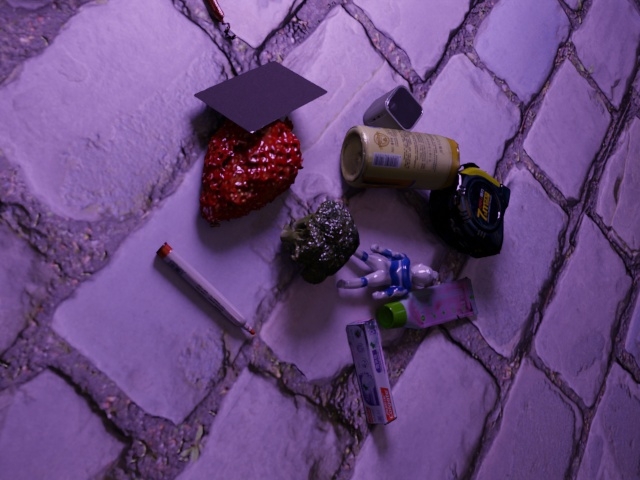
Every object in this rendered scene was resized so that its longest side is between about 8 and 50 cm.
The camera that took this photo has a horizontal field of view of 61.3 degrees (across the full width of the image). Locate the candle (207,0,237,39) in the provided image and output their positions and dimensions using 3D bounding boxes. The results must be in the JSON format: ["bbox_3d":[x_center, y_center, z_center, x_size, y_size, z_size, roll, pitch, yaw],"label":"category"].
[{"bbox_3d":[-0.202,-0.444,0.993,0.026,0.021,0.167,-34,98,-52],"label":"candle"}]

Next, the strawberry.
[{"bbox_3d":[-0.130,-0.138,0.932,0.228,0.098,0.174,-41,101,-32],"label":"strawberry"}]

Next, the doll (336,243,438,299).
[{"bbox_3d":[0.140,0.068,1.084,0.228,0.057,0.113,9,70,-20],"label":"doll"}]

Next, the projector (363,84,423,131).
[{"bbox_3d":[0.152,-0.265,1.135,0.083,0.082,0.083,46,62,-16],"label":"projector"}]

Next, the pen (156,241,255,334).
[{"bbox_3d":[-0.186,0.085,0.900,0.218,0.026,0.026,46,62,-16],"label":"pen"}]

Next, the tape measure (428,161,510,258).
[{"bbox_3d":[0.323,-0.073,1.188,0.186,0.112,0.199,30,61,-31],"label":"tape measure"}]

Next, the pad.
[{"bbox_3d":[-0.102,-0.262,0.965,0.143,0.003,0.211,36,49,20],"label":"pad"}]

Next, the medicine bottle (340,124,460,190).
[{"bbox_3d":[0.166,-0.162,1.088,0.239,0.124,0.124,2,80,-23],"label":"medicine bottle"}]

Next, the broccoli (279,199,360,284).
[{"bbox_3d":[0.000,0.000,0.965,0.162,0.138,0.145,-63,154,-58],"label":"broccoli"}]

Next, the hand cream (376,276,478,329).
[{"bbox_3d":[0.236,0.136,1.139,0.275,0.050,0.079,-7,110,-37],"label":"hand cream"}]

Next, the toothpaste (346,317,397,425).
[{"bbox_3d":[0.097,0.249,1.031,0.040,0.047,0.196,-9,85,-46],"label":"toothpaste"}]
